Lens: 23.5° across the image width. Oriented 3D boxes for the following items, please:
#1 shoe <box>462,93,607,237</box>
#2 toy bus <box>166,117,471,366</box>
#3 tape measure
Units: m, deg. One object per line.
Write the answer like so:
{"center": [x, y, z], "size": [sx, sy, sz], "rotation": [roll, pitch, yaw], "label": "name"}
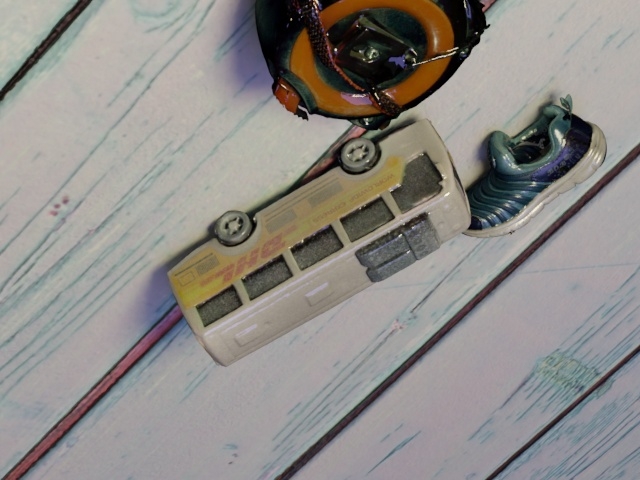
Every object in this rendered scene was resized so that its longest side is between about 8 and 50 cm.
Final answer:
{"center": [0.230, -0.086, 1.800], "size": [0.207, 0.091, 0.106], "rotation": [-39, 120, 19], "label": "shoe"}
{"center": [0.000, 0.000, 1.690], "size": [0.342, 0.138, 0.097], "rotation": [-29, 141, 2], "label": "toy bus"}
{"center": [0.045, -0.207, 1.481], "size": [0.223, 0.135, 0.202], "rotation": [21, 129, -40], "label": "tape measure"}
